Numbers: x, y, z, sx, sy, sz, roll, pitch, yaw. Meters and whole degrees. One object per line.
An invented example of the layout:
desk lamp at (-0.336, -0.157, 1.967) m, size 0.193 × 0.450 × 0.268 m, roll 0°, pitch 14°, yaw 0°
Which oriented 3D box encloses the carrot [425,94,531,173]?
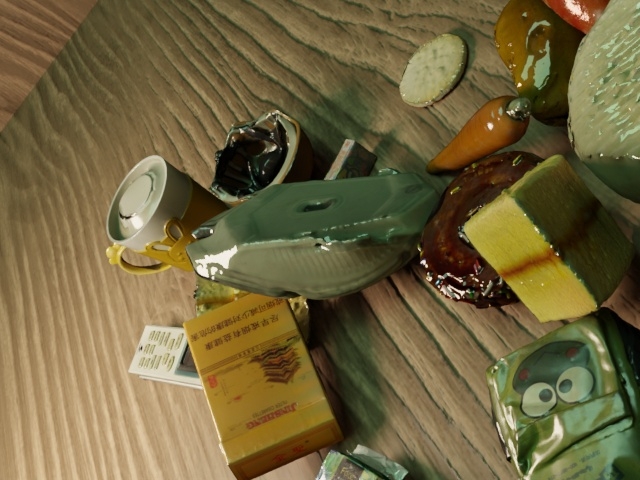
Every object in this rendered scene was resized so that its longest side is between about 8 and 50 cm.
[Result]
carrot at (0.223, -0.141, 1.430) m, size 0.336 × 0.069 × 0.069 m, roll 140°, pitch 151°, yaw -70°

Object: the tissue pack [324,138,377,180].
tissue pack at (0.053, -0.126, 1.699) m, size 0.035 × 0.063 × 0.083 m, roll 19°, pitch 81°, yaw 57°

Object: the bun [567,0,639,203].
bun at (0.459, -0.174, 1.118) m, size 0.359 × 0.211 × 0.360 m, roll -38°, pitch 36°, yaw 35°

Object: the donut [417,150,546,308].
donut at (0.242, -0.007, 1.351) m, size 0.216 × 0.096 × 0.230 m, roll -11°, pitch 56°, yaw 48°

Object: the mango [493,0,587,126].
mango at (0.325, -0.270, 1.400) m, size 0.155 × 0.151 × 0.249 m, roll 1°, pitch 56°, yaw 13°

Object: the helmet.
helmet at (-0.092, -0.132, 1.825) m, size 0.224 × 0.130 × 0.199 m, roll 1°, pitch 69°, yaw 40°

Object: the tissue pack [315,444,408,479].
tissue pack at (0.066, 0.325, 1.324) m, size 0.111 × 0.085 × 0.079 m, roll 17°, pitch 76°, yaw 55°

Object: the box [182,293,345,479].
box at (-0.093, 0.213, 1.510) m, size 0.174 × 0.076 × 0.274 m, roll -24°, pitch 51°, yaw -1°

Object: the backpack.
backpack at (0.301, 0.214, 1.083) m, size 0.207 × 0.140 × 0.253 m, roll -35°, pitch 48°, yaw 29°

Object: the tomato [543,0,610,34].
tomato at (0.401, -0.372, 1.325) m, size 0.236 × 0.095 × 0.237 m, roll 0°, pitch 51°, yaw 0°

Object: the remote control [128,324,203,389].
remote control at (-0.259, 0.217, 1.827) m, size 0.277 × 0.055 × 0.103 m, roll -2°, pitch 64°, yaw 50°

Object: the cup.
cup at (-0.297, -0.019, 1.905) m, size 0.241 × 0.226 × 0.185 m, roll -46°, pitch 38°, yaw 19°

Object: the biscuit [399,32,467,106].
biscuit at (0.193, -0.295, 1.693) m, size 0.152 × 0.020 × 0.152 m, roll -30°, pitch 44°, yaw 34°

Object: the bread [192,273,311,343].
bread at (-0.111, 0.096, 1.664) m, size 0.178 × 0.135 × 0.240 m, roll -35°, pitch 44°, yaw 32°

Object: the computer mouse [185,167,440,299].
computer mouse at (-0.001, 0.003, 1.544) m, size 0.428 × 0.146 × 0.228 m, roll -6°, pitch 31°, yaw 20°

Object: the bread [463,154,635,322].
bread at (0.292, -0.014, 1.120) m, size 0.163 × 0.168 × 0.264 m, roll -38°, pitch -3°, yaw -6°
